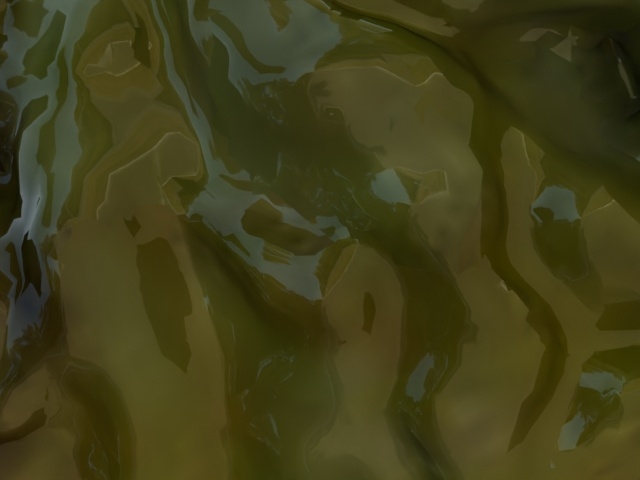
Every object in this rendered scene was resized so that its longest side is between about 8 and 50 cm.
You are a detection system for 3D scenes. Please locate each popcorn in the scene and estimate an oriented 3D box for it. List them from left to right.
[{"bbox_3d":[0.014,-0.011,0.545,0.312,0.312,0.312,-35,-43,-41],"label":"popcorn"}]
